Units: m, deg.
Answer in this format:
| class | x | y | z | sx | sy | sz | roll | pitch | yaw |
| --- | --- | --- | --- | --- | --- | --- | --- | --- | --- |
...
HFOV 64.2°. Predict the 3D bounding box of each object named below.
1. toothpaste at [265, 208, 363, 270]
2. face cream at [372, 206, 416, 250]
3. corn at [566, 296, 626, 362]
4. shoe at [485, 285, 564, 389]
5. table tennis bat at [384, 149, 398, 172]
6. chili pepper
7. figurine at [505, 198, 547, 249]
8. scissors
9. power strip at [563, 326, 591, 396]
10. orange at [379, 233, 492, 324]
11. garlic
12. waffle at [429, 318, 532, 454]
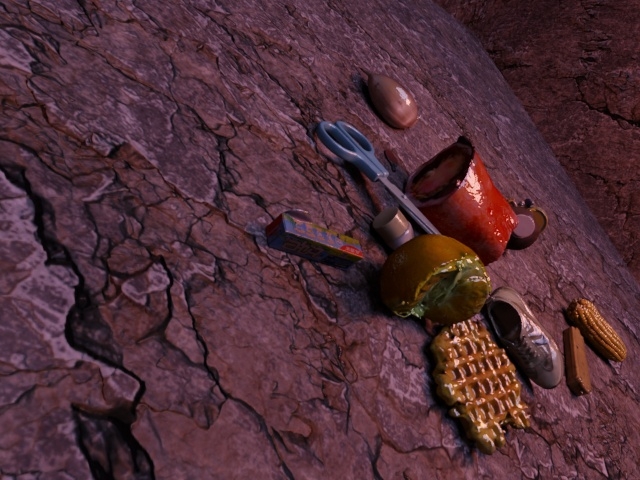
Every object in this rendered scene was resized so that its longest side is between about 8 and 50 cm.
| class | x | y | z | sx | sy | sz | roll | pitch | yaw |
| --- | --- | --- | --- | --- | --- | --- | --- | --- | --- |
| toothpaste | 0.000 | 0.000 | 0.926 | 0.193 | 0.070 | 0.044 | 19 | 45 | -40 |
| face cream | 0.211 | 0.024 | 1.171 | 0.224 | 0.070 | 0.114 | 48 | 33 | -22 |
| corn | 0.950 | 0.315 | 1.750 | 0.291 | 0.101 | 0.101 | 45 | 35 | -18 |
| shoe | 0.504 | 0.245 | 1.281 | 0.098 | 0.103 | 0.274 | -5 | 58 | -50 |
| table tennis bat | 0.198 | -0.220 | 1.412 | 0.050 | 0.007 | 0.083 | 28 | 39 | -33 |
| chili pepper | 0.392 | -0.085 | 1.332 | 0.305 | 0.229 | 0.251 | 42 | 19 | -15 |
| figurine | 0.641 | -0.049 | 1.646 | 0.275 | 0.158 | 0.161 | -33 | 126 | -57 |
| scissors | 0.164 | -0.124 | 1.195 | 0.447 | 0.029 | 0.193 | 49 | 30 | 15 |
| power strip | 0.769 | 0.362 | 1.537 | 0.064 | 0.044 | 0.305 | 48 | 33 | -7 |
| orange | 0.224 | 0.071 | 1.028 | 0.237 | 0.179 | 0.158 | 11 | 47 | -35 |
| garlic | 0.196 | -0.444 | 1.542 | 0.128 | 0.148 | 0.266 | -40 | 98 | -20 |
| waffle | 0.336 | 0.297 | 1.071 | 0.281 | 0.058 | 0.301 | 53 | 35 | 3 |
